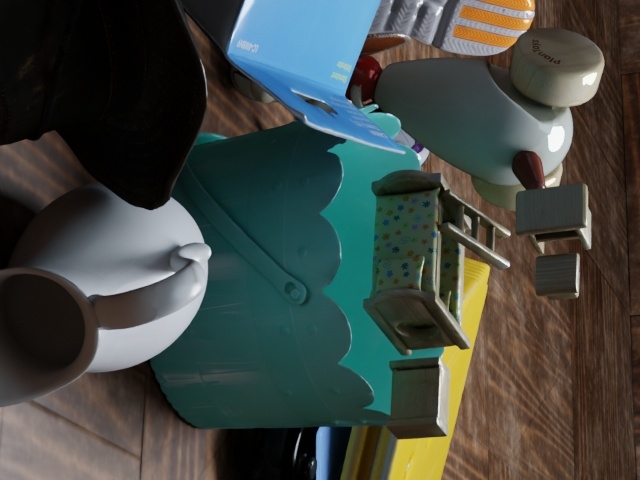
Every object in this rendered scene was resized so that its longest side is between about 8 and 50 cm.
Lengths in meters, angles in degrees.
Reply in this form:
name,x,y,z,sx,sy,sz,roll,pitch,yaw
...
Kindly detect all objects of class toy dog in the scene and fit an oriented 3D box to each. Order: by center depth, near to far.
name,x,y,z,sx,sy,sz,roll,pitch,yaw
toy dog,0.087,-0.101,1.602,0.161,0.333,0.220,-80,160,-57

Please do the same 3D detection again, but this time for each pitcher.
name,x,y,z,sx,sy,sz,roll,pitch,yaw
pitcher,-0.131,0.028,1.188,0.207,0.177,0.125,-39,116,-66

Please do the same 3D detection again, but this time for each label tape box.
name,x,y,z,sx,sy,sz,roll,pitch,yaw
label tape box,-0.055,-0.227,1.313,0.348,0.115,0.249,47,13,15

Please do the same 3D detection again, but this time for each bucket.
name,x,y,z,sx,sy,sz,roll,pitch,yaw
bucket,-0.022,0.029,1.488,0.281,0.183,0.281,-6,90,-71

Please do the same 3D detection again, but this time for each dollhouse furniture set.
name,x,y,z,sx,sy,sz,roll,pitch,yaw
dollhouse furniture set,0.121,0.042,1.370,0.101,0.161,0.182,51,37,-55

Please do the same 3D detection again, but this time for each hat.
name,x,y,z,sx,sy,sz,roll,pitch,yaw
hat,-0.198,-0.159,1.093,0.134,0.331,0.331,-20,108,-24

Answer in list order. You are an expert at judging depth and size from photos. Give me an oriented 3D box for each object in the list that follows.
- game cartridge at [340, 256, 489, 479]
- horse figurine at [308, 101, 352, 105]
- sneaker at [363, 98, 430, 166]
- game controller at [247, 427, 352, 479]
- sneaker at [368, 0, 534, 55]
name,x,y,z,sx,sy,sz,roll,pitch,yaw
game cartridge,0.085,0.187,1.788,0.323,0.052,0.285,-44,148,-67
horse figurine,0.008,-0.186,1.810,0.174,0.066,0.263,-77,154,-54
sneaker,0.050,-0.083,1.911,0.098,0.083,0.224,56,22,-15
game controller,0.006,0.173,1.675,0.319,0.067,0.166,-59,144,-59
sneaker,0.038,-0.275,1.708,0.125,0.321,0.180,-62,-155,30
